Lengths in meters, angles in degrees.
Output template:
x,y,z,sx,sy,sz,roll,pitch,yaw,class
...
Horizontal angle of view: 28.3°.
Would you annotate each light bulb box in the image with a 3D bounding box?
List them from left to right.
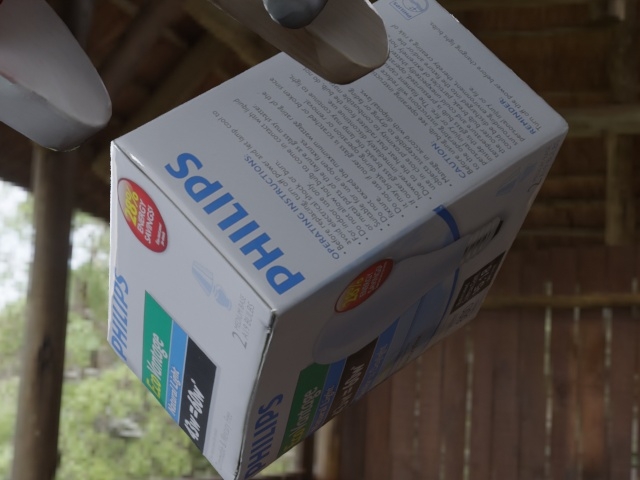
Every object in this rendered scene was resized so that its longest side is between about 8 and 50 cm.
x,y,z,sx,sy,sz,roll,pitch,yaw,class
0.000,0.000,1.251,0.361,0.225,0.358,-33,-23,-28,light bulb box

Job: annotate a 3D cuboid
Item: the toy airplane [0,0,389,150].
x,y,z,sx,sy,sz,roll,pitch,yaw,class
-0.136,-0.229,0.556,0.272,0.384,0.386,-44,-10,14,toy airplane
